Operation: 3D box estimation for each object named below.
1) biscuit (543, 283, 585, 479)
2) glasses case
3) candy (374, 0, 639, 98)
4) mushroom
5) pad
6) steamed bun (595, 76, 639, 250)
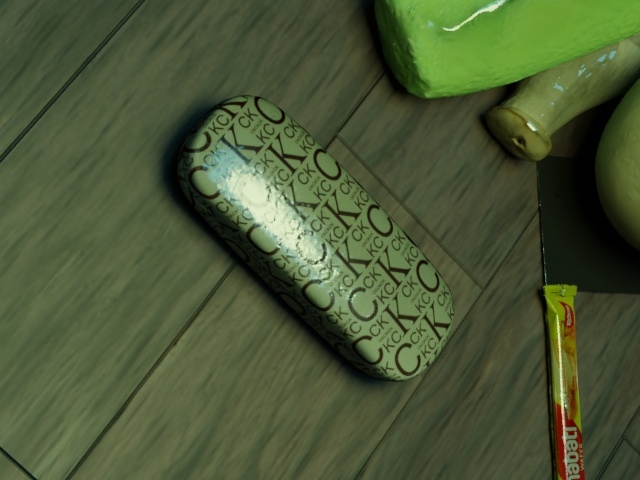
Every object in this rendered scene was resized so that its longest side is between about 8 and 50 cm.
[{"bbox_3d":[0.276,0.195,1.979,0.048,0.026,0.292,3,82,-39],"label":"biscuit"},{"bbox_3d":[0.000,0.000,1.808,0.355,0.085,0.137,45,64,-18],"label":"glasses case"},{"bbox_3d":[0.232,-0.262,1.923,0.343,0.142,0.132,-20,53,-14],"label":"candy"},{"bbox_3d":[0.288,-0.186,2.007,0.247,0.096,0.108,-36,101,-25],"label":"mushroom"},{"bbox_3d":[0.364,-0.014,2.076,0.265,0.009,0.160,4,78,-30],"label":"pad"},{"bbox_3d":[0.445,-0.121,1.965,0.324,0.324,0.206,-31,75,-31],"label":"steamed bun"}]
